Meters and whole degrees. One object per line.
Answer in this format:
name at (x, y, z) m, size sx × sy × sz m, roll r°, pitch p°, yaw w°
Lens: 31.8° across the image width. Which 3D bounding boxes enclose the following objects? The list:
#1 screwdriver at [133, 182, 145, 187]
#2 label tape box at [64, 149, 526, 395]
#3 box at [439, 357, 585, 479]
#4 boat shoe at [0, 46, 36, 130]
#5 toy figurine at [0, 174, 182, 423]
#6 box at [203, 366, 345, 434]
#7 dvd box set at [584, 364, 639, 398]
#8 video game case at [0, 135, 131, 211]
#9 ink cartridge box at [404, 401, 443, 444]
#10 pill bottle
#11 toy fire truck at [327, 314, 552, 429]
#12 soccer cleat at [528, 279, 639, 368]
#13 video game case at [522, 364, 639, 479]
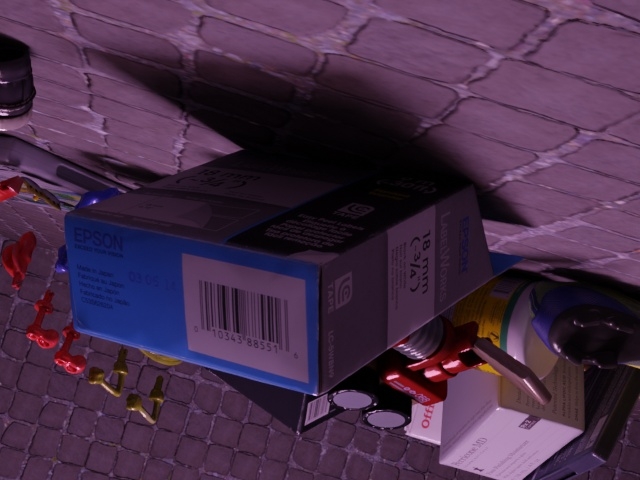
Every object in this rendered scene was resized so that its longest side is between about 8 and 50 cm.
screwdriver at (-0.155, -0.047, 1.413) m, size 0.169 × 0.025 × 0.024 m, roll 24°, pitch 173°, yaw 2°
label tape box at (-0.006, -0.003, 0.926) m, size 0.240 × 0.106 × 0.333 m, roll 11°, pitch -158°, yaw 32°
box at (0.245, 0.189, 1.447) m, size 0.119 × 0.182 × 0.181 m, roll 17°, pitch 142°, yaw -11°
boat shoe at (-0.318, -0.153, 0.872) m, size 0.206 × 0.075 × 0.065 m, roll 21°, pitch 129°, yaw -1°
toy figurine at (-0.214, 0.050, 1.348) m, size 0.217 × 0.191 × 0.362 m, roll -18°, pitch 130°, yaw 33°
box at (0.001, 0.139, 1.532) m, size 0.184 × 0.103 × 0.261 m, roll 27°, pitch -150°, yaw 35°
dvd box set at (0.331, 0.165, 1.768) m, size 0.420 × 0.062 × 0.307 m, roll 12°, pitch 172°, yaw 26°
video game case at (-0.418, -0.092, 1.528) m, size 0.328 × 0.036 × 0.300 m, roll 9°, pitch 170°, yaw 35°
ink cartridge box at (0.261, 0.264, 1.788) m, size 0.217 × 0.159 × 0.092 m, roll 15°, pitch 173°, yaw 16°
pill bottle at (0.175, 0.092, 1.338) m, size 0.208 × 0.118 × 0.117 m, roll 10°, pitch 171°, yaw 38°
toy fire truck at (0.104, 0.109, 1.179) m, size 0.246 × 0.159 × 0.217 m, roll -22°, pitch 139°, yaw 34°
soccer cleat at (0.360, 0.099, 1.234) m, size 0.289 × 0.093 × 0.121 m, roll 14°, pitch -156°, yaw -21°
video game case at (0.336, 0.227, 1.435) m, size 0.026 × 0.196 × 0.274 m, roll 34°, pitch 154°, yaw 3°
